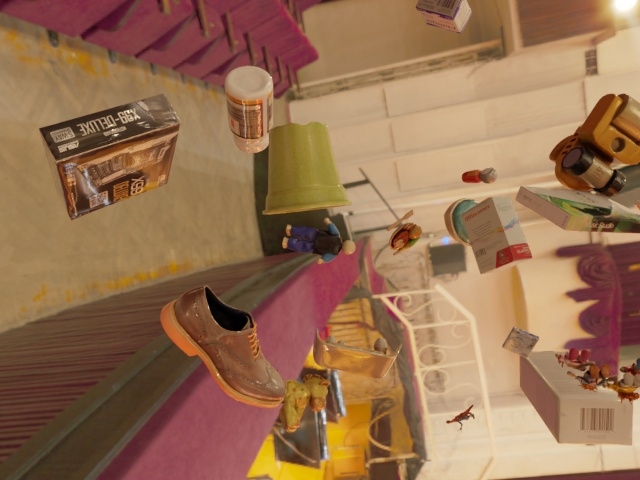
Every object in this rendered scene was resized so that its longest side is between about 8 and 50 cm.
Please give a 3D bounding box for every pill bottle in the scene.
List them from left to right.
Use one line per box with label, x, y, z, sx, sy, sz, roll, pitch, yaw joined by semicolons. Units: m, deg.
pill bottle;-0.245;-0.450;1.700;0.278;0.162;0.162;99;-11;-56

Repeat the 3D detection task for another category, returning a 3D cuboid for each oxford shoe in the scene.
oxford shoe;-0.183;0.246;1.090;0.363;0.133;0.130;47;19;-25

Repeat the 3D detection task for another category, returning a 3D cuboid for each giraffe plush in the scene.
giraffe plush;-0.053;0.528;1.654;0.181;0.170;0.210;-167;-108;-74

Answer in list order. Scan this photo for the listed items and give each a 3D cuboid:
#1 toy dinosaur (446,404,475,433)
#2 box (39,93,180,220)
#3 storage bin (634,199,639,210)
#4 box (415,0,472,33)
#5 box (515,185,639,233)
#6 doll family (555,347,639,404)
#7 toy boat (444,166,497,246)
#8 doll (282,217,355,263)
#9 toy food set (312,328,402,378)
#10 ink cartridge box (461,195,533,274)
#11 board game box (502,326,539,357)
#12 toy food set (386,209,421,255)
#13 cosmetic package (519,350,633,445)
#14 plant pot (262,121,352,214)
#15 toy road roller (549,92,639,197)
toy dinosaur;0.424;0.537;1.485;0.047;0.082;0.090;-105;-170;-80
box;-0.441;-0.170;1.039;0.076;0.242;0.307;60;-28;5
storage bin;0.956;-0.017;1.183;0.260;0.123;0.262;26;20;-40
box;0.375;-0.699;1.475;0.137;0.126;0.072;-2;118;-62
box;0.818;-0.098;1.528;0.232;0.322;0.058;-124;-141;-57
doll family;0.810;0.393;1.381;0.163;0.263;0.118;55;45;-58
toy boat;0.620;-0.135;1.945;0.267;0.148;0.318;12;85;-36
doll;0.000;0.000;1.283;0.046;0.189;0.129;74;29;-69
toy food set;0.123;0.400;1.761;0.220;0.306;0.092;98;4;-55
ink cartridge box;0.459;-0.014;1.275;0.127;0.072;0.175;-41;-121;60
board game box;0.692;0.353;1.683;0.020;0.090;0.090;-54;164;-61
toy food set;0.299;-0.012;1.705;0.038;0.132;0.192;51;-6;35
cosmetic package;0.889;0.544;1.740;0.453;0.230;0.161;-39;127;-79
plant pot;-0.053;-0.219;1.483;0.276;0.276;0.254;-18;102;-81
toy road roller;0.948;-0.328;1.681;0.329;0.202;0.240;-59;-167;10
